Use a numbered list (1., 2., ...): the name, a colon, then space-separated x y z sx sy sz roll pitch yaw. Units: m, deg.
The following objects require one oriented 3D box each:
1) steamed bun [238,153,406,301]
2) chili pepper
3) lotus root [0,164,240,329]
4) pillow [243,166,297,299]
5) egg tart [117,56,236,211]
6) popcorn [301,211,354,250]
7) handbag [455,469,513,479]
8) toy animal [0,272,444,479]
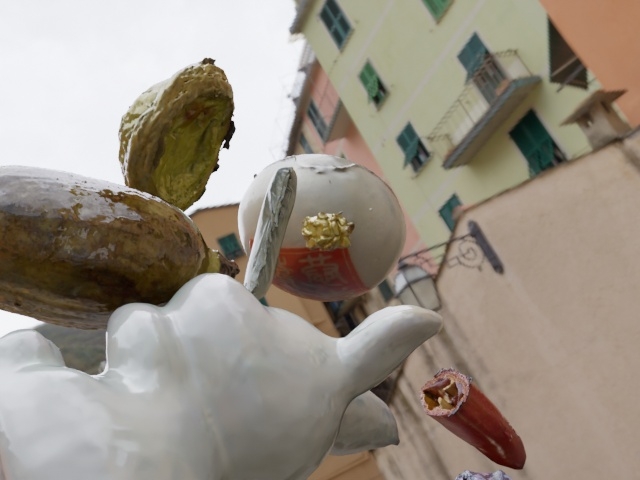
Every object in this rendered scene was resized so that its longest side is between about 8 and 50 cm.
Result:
1. steamed bun: 0.000 0.000 1.518 0.374 0.241 0.374 5 -32 3
2. chili pepper: 0.201 0.233 0.857 0.065 0.169 0.088 -49 21 -8
3. lotus root: -0.193 0.011 0.599 0.260 0.129 0.145 11 -17 -29
4. pillow: -0.082 -0.009 1.135 0.050 0.229 0.128 15 -10 -2
5. egg tart: -0.225 -0.155 1.078 0.279 0.095 0.279 -59 -13 -22
6. popcorn: 0.012 -0.013 1.019 0.083 0.057 0.082 -5 1 -18
7. handbag: 0.237 0.445 0.949 0.126 0.208 0.228 5 11 -18
8. toy animal: -0.063 0.154 0.542 0.367 0.241 0.196 -22 -36 -42
